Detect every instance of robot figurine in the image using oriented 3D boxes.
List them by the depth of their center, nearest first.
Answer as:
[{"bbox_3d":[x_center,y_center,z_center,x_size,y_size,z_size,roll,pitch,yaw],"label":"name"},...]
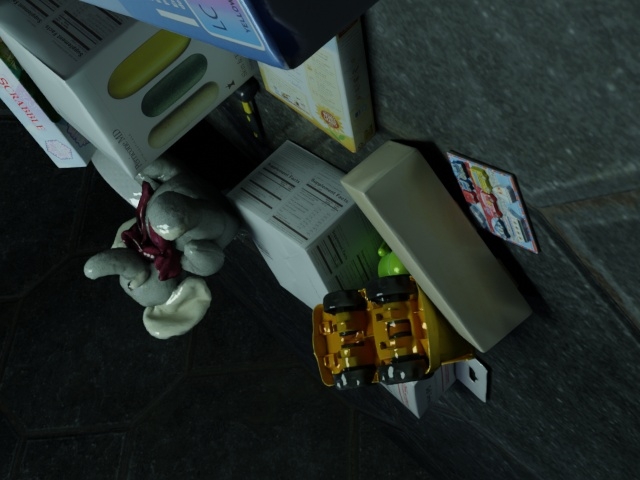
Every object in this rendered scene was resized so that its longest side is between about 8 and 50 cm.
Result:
[{"bbox_3d":[0.129,0.042,1.224,0.101,0.067,0.115,41,166,-4],"label":"robot figurine"}]

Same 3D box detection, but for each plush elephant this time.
[{"bbox_3d":[-0.274,0.005,1.341,0.272,0.255,0.330,48,-169,31],"label":"plush elephant"}]

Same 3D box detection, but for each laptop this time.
[{"bbox_3d":[-0.240,-0.153,1.609,0.234,0.136,0.264,43,166,15],"label":"laptop"}]

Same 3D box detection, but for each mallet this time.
[{"bbox_3d":[-0.112,-0.212,1.301,0.062,0.039,0.189,36,168,27],"label":"mallet"}]

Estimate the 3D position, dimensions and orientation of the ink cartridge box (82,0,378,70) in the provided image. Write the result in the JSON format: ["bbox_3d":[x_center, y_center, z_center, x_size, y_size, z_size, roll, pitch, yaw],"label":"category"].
[{"bbox_3d":[-0.065,-0.273,0.502,0.395,0.270,0.151,30,156,48],"label":"ink cartridge box"}]

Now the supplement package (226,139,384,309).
[{"bbox_3d":[0.000,0.000,1.320,0.204,0.145,0.261,34,161,38],"label":"supplement package"}]

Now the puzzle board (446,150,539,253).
[{"bbox_3d":[0.197,-0.042,0.913,0.096,0.011,0.128,31,160,46],"label":"puzzle board"}]

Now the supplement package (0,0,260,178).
[{"bbox_3d":[-0.236,-0.265,1.029,0.198,0.263,0.199,39,164,29],"label":"supplement package"}]

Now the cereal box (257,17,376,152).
[{"bbox_3d":[-0.017,-0.225,0.949,0.173,0.047,0.240,40,164,23],"label":"cereal box"}]

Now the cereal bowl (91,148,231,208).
[{"bbox_3d":[-0.320,-0.149,1.740,0.339,0.141,0.339,39,-170,-8],"label":"cereal bowl"}]

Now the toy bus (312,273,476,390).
[{"bbox_3d":[0.127,0.137,1.197,0.220,0.212,0.149,-19,76,43],"label":"toy bus"}]

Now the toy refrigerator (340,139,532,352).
[{"bbox_3d":[0.150,0.005,1.006,0.269,0.094,0.102,52,177,-19],"label":"toy refrigerator"}]

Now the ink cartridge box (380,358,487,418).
[{"bbox_3d":[0.144,0.203,1.513,0.353,0.119,0.207,39,164,27],"label":"ink cartridge box"}]

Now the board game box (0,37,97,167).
[{"bbox_3d":[-0.407,-0.337,1.253,0.066,0.318,0.318,1,144,26],"label":"board game box"}]
